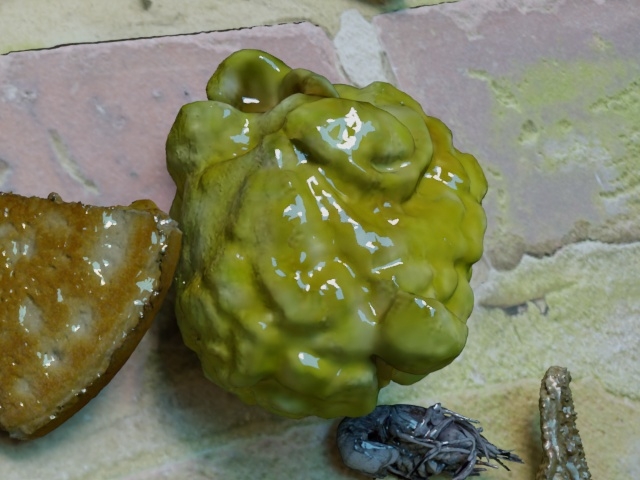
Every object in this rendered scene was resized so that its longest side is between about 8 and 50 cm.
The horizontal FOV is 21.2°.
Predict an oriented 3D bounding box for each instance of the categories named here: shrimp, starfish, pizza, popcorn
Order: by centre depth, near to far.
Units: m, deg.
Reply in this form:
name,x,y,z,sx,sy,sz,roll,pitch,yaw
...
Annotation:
name,x,y,z,sx,sy,sz,roll,pitch,yaw
pizza,-0.205,0.021,1.161,0.199,0.062,0.188,39,84,9
popcorn,0.000,0.000,1.220,0.242,0.235,0.250,11,35,-2
shrimp,0.087,0.158,1.298,0.165,0.056,0.065,12,42,-17
starfish,0.213,0.259,1.321,0.302,0.060,0.299,-34,93,-47
